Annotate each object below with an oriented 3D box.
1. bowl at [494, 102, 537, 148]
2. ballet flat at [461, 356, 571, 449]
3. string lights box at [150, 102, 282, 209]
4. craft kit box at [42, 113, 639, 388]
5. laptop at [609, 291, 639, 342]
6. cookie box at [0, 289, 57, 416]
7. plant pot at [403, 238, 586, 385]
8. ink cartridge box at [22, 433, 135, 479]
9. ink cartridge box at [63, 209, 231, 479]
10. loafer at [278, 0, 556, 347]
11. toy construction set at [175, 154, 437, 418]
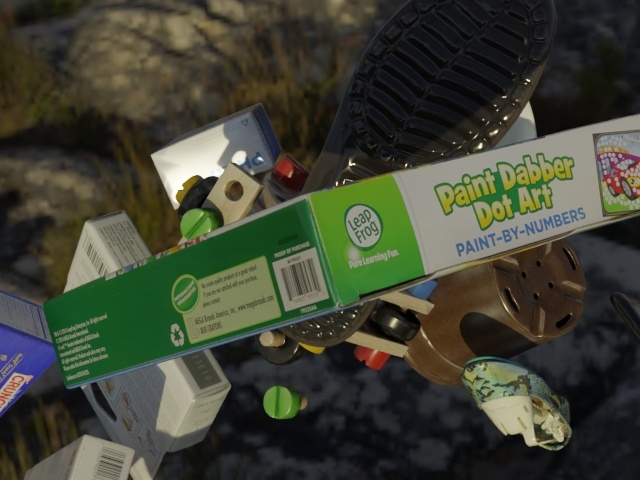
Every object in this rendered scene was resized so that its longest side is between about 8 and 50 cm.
[{"bbox_3d":[0.139,-0.105,1.836,0.134,0.297,0.298,5,27,46],"label":"bowl"},{"bbox_3d":[0.199,0.166,1.395,0.070,0.070,0.188,19,-6,40],"label":"ballet flat"},{"bbox_3d":[-0.127,-0.111,1.811,0.133,0.076,0.259,-23,7,3],"label":"string lights box"},{"bbox_3d":[0.021,0.006,0.738,0.247,0.060,0.250,-12,-5,-39],"label":"craft kit box"},{"bbox_3d":[0.454,0.314,1.566,0.382,0.236,0.408,21,29,-42],"label":"laptop"},{"bbox_3d":[-0.223,0.064,0.834,0.092,0.107,0.040,-44,43,21],"label":"cookie box"},{"bbox_3d":[0.182,0.058,1.511,0.167,0.167,0.165,-29,1,-37],"label":"plant pot"},{"bbox_3d":[-0.301,0.329,1.596,0.069,0.175,0.371,21,-21,-17],"label":"ink cartridge box"},{"bbox_3d":[-0.229,0.142,1.750,0.060,0.239,0.275,-18,62,-33],"label":"ink cartridge box"},{"bbox_3d":[0.068,-0.081,1.224,0.134,0.366,0.130,37,14,3],"label":"loafer"},{"bbox_3d":[0.000,0.000,1.395,0.309,0.257,0.237,-29,-17,20],"label":"toy construction set"}]
